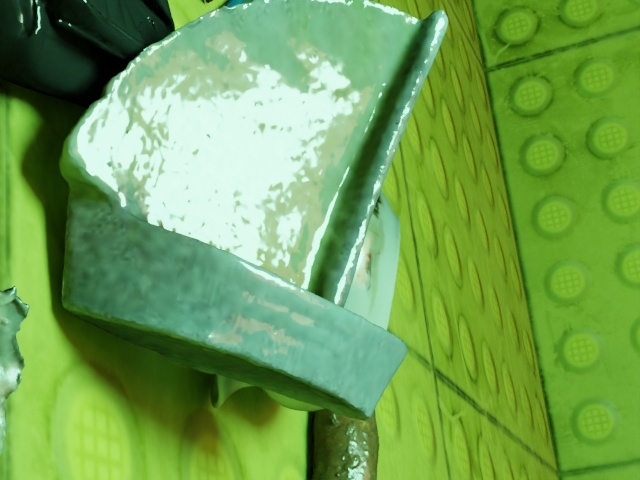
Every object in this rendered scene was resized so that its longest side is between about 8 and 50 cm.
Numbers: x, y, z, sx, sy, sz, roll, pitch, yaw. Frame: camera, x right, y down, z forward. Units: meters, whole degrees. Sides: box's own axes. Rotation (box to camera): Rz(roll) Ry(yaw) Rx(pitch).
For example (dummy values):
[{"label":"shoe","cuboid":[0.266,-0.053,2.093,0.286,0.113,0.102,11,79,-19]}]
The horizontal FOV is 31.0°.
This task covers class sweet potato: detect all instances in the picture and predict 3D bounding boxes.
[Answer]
[{"label":"sweet potato","cuboid":[0.021,0.207,1.032,0.072,0.066,0.314,51,32,-41]}]

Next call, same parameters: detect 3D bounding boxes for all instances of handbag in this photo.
[{"label":"handbag","cuboid":[-0.165,-0.224,0.747,0.244,0.088,0.275,13,63,-75]}]

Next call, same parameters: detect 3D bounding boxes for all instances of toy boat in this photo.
[{"label":"toy boat","cuboid":[-0.048,-0.030,0.768,0.276,0.111,0.294,7,82,-34]}]

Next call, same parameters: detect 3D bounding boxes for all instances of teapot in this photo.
[{"label":"teapot","cuboid":[-0.012,0.028,0.952,0.298,0.139,0.204,-84,-179,-55]}]

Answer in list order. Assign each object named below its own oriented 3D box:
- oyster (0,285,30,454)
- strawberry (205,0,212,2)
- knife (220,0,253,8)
[{"label":"oyster","cuboid":[-0.183,0.045,0.523,0.166,0.053,0.108,67,37,-50]},{"label":"strawberry","cuboid":[-0.106,-0.351,0.985,0.188,0.106,0.286,-79,151,-50]},{"label":"knife","cuboid":[-0.087,-0.200,1.064,0.044,0.026,0.296,58,23,-18]}]
